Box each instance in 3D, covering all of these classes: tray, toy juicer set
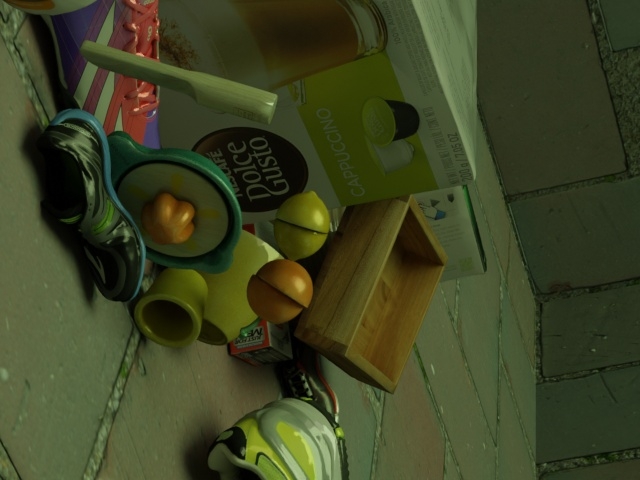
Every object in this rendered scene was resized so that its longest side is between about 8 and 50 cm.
[{"bbox_3d":[0.070,0.065,2.089,0.411,0.076,0.203,47,65,-74],"label":"tray"},{"bbox_3d":[-0.102,-0.032,1.563,0.089,0.209,0.329,-69,154,-50],"label":"toy juicer set"}]

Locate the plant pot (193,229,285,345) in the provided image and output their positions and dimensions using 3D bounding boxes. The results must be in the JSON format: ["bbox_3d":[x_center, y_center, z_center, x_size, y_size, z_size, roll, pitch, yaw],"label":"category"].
[{"bbox_3d":[-0.108,0.054,1.756,0.095,0.134,0.134,-65,148,-25],"label":"plant pot"}]

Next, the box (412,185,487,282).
[{"bbox_3d":[0.084,-0.082,2.337,0.058,0.232,0.322,-74,150,-70],"label":"box"}]

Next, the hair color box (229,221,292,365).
[{"bbox_3d":[-0.079,0.057,1.970,0.093,0.053,0.167,41,39,-69],"label":"hair color box"}]

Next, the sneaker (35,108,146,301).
[{"bbox_3d":[-0.217,-0.025,1.525,0.078,0.067,0.188,-44,125,-48],"label":"sneaker"}]

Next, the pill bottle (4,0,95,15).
[{"bbox_3d":[-0.263,-0.318,1.358,0.278,0.162,0.162,54,28,-59],"label":"pill bottle"}]

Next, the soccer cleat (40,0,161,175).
[{"bbox_3d":[-0.198,-0.195,1.592,0.109,0.116,0.318,-70,145,-64],"label":"soccer cleat"}]

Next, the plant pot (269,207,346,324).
[{"bbox_3d":[0.000,0.000,2.202,0.237,0.109,0.237,-13,90,-76],"label":"plant pot"}]

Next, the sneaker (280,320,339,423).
[{"bbox_3d":[-0.026,0.177,2.091,0.065,0.061,0.158,12,58,-60],"label":"sneaker"}]

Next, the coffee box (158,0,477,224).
[{"bbox_3d":[-0.021,-0.262,1.879,0.338,0.334,0.338,-85,159,-43],"label":"coffee box"}]

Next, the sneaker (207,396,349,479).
[{"bbox_3d":[-0.049,0.364,1.758,0.147,0.145,0.385,-8,88,-45],"label":"sneaker"}]
